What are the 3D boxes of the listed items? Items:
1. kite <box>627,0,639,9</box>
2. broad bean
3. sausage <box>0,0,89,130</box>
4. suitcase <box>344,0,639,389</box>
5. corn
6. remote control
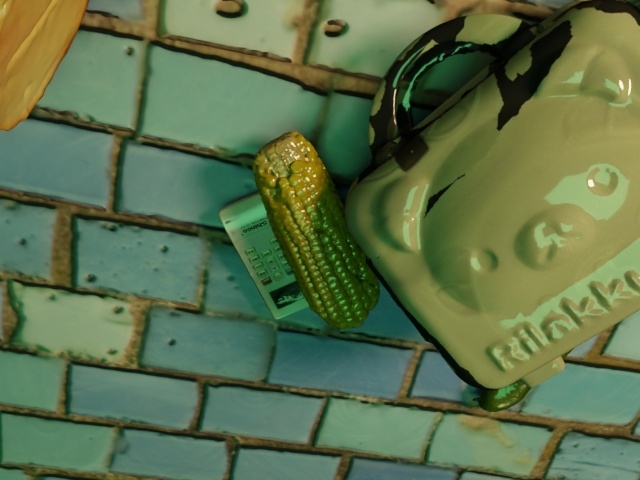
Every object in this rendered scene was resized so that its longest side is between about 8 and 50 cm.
[{"bbox_3d":[0.334,-0.354,0.588,0.314,0.011,0.335,-4,117,0],"label":"kite"},{"bbox_3d":[0.304,0.147,0.832,0.256,0.052,0.053,-47,151,17],"label":"broad bean"},{"bbox_3d":[-0.354,-0.247,0.499,0.287,0.233,0.233,25,114,-13],"label":"sausage"},{"bbox_3d":[0.192,-0.057,0.612,0.351,0.194,0.339,-38,87,22],"label":"suitcase"},{"bbox_3d":[0.000,0.000,0.711,0.097,0.097,0.261,-20,119,8],"label":"corn"},{"bbox_3d":[-0.060,0.020,0.761,0.065,0.029,0.166,-24,120,2],"label":"remote control"}]
